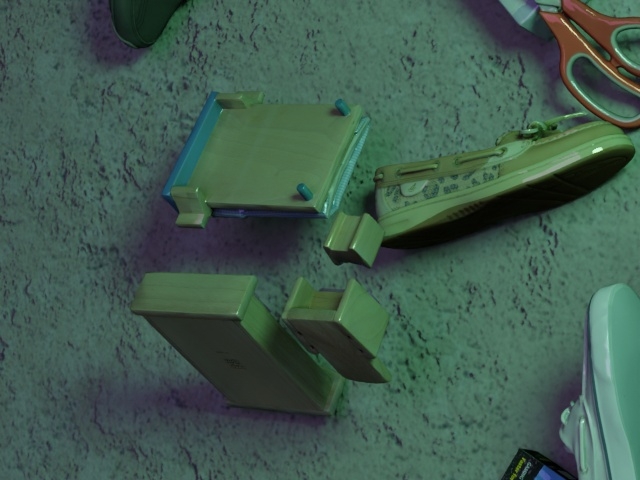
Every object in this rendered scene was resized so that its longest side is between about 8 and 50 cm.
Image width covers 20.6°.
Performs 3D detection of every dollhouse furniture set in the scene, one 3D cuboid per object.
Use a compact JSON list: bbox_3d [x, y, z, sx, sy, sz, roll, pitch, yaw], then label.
[{"bbox_3d":[0.000,0.000,1.812,0.286,0.198,0.303,2,58,35],"label":"dollhouse furniture set"}]

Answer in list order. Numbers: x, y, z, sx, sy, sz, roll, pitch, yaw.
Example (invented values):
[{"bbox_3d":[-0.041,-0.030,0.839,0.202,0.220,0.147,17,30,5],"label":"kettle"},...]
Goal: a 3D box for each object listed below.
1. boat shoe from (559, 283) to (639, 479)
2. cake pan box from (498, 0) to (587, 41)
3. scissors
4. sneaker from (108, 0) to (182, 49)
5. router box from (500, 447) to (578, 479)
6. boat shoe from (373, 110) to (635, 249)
[{"bbox_3d":[0.250,0.169,1.543,0.084,0.095,0.258,-8,84,39],"label":"boat shoe"},{"bbox_3d":[0.238,-0.373,1.755,0.267,0.070,0.245,-44,61,19],"label":"cake pan box"},{"bbox_3d":[0.212,-0.226,1.690,0.297,0.021,0.109,37,107,7],"label":"scissors"},{"bbox_3d":[-0.153,-0.337,1.997,0.106,0.101,0.267,27,96,33],"label":"sneaker"},{"bbox_3d":[0.200,0.304,1.644,0.133,0.046,0.179,33,99,35],"label":"router box"},{"bbox_3d":[0.167,-0.069,1.713,0.285,0.105,0.089,-19,72,31],"label":"boat shoe"}]
